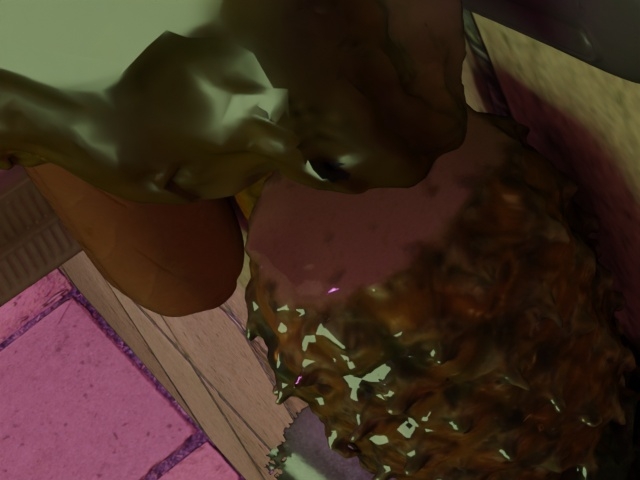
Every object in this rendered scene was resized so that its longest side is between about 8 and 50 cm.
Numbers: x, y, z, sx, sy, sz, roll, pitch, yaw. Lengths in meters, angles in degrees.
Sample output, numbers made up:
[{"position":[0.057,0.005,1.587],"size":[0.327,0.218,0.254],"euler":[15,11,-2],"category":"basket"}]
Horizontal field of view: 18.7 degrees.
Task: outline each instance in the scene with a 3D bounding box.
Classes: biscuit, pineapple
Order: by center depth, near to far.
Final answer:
[{"position":[-0.074,-0.151,0.487],"size":[0.335,0.078,0.329],"euler":[44,126,-1],"category":"biscuit"},{"position":[0.086,0.090,0.822],"size":[0.310,0.141,0.170],"euler":[55,-153,-35],"category":"pineapple"}]

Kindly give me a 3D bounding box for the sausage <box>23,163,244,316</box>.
[{"position":[-0.147,-0.057,1.423],"size":[0.121,0.121,0.304],"euler":[43,168,42],"category":"sausage"}]

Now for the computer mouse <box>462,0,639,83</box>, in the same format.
[{"position":[0.048,-0.113,0.550],"size":[0.232,0.057,0.120],"euler":[33,152,58],"category":"computer mouse"}]

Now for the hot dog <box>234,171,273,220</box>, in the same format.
[{"position":[-0.004,0.001,1.149],"size":[0.088,0.061,0.286],"euler":[46,169,39],"category":"hot dog"}]

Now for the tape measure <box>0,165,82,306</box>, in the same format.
[{"position":[-0.284,-0.062,1.575],"size":[0.231,0.271,0.133],"euler":[40,163,46],"category":"tape measure"}]

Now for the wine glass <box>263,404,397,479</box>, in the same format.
[{"position":[0.076,0.173,1.155],"size":[0.222,0.103,0.103],"euler":[37,166,12],"category":"wine glass"}]
